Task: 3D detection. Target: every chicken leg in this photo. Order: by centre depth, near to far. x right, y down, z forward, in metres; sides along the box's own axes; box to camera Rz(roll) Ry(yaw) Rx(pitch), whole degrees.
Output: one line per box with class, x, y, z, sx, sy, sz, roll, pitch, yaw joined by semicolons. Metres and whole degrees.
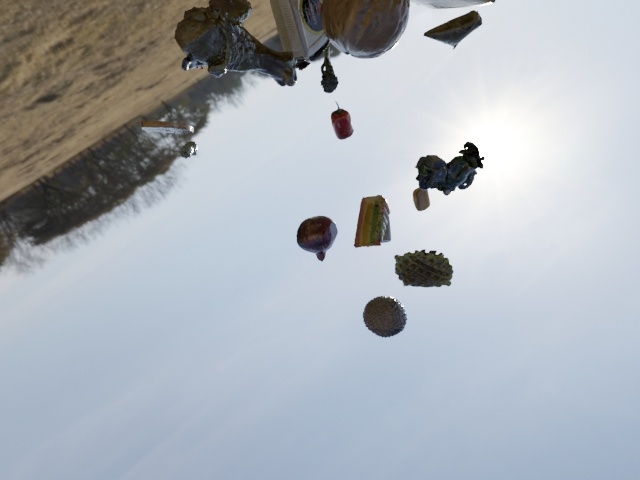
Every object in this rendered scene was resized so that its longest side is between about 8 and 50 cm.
chicken leg;-0.218;-0.542;1.324;0.361;0.211;0.140;-7;-144;-38

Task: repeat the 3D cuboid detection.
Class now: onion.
onion;0.000;0.000;2.197;0.140;0.217;0.195;-1;-157;31

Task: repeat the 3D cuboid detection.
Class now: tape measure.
tape measure;-0.050;-0.758;1.693;0.133;0.270;0.231;10;-140;40

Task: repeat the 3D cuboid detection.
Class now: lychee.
lychee;0.242;0.284;1.872;0.165;0.165;0.197;-30;-142;4

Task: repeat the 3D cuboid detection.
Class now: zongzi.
zongzi;0.492;-0.795;1.807;0.176;0.078;0.160;-2;157;-39

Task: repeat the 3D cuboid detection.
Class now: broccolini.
broccolini;0.020;-0.612;1.750;0.068;0.091;0.202;-18;-123;11

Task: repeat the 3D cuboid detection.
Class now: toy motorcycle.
toy motorcycle;0.455;-0.253;1.692;0.275;0.187;0.124;-5;-143;-30

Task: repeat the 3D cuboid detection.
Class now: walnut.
walnut;0.113;-0.574;1.226;0.228;0.228;0.228;-27;-159;11

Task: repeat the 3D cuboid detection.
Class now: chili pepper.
chili pepper;0.089;-0.540;2.162;0.086;0.192;0.084;-42;-130;-17

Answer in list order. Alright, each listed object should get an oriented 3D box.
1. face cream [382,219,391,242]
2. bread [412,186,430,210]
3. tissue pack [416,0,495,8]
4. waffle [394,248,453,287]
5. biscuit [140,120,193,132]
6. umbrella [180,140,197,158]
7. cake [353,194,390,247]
face cream;0.282;-0.089;2.272;0.084;0.198;0.057;-1;163;-15
bread;0.455;-0.192;2.230;0.082;0.115;0.056;-32;-149;-19
tissue pack;0.318;-0.843;1.427;0.382;0.228;0.293;2;-165;-38
waffle;0.382;0.111;1.809;0.214;0.207;0.054;-5;-137;18
biscuit;-0.551;-0.407;1.751;0.142;0.028;0.221;3;-173;38
umbrella;-0.566;-0.394;2.122;0.062;0.067;0.143;-25;-164;12
cake;0.207;-0.062;1.927;0.110;0.090;0.225;0;-115;25
